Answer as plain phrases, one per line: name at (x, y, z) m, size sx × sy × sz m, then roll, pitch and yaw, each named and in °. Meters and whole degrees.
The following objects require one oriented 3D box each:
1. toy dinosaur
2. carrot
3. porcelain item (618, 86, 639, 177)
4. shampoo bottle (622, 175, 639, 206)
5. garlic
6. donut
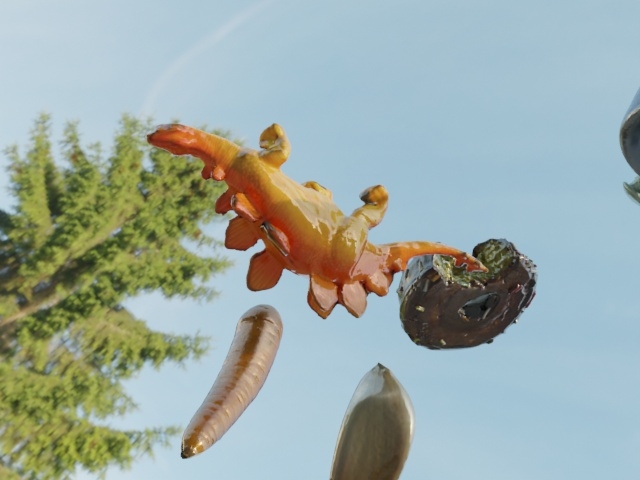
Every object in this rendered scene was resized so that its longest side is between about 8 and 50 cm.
toy dinosaur at (0.000, 0.000, 0.566) m, size 0.288 × 0.117 × 0.070 m, roll 28°, pitch -34°, yaw -19°
carrot at (-0.095, 0.161, 0.871) m, size 0.062 × 0.271 × 0.066 m, roll 33°, pitch -54°, yaw -7°
porcelain item at (0.389, -0.124, 0.774) m, size 0.147 × 0.114 × 0.147 m, roll 27°, pitch -27°, yaw 15°
shampoo bottle at (0.536, -0.119, 1.114) m, size 0.204 × 0.065 × 0.065 m, roll -30°, pitch -80°, yaw 8°
garlic at (0.101, 0.392, 1.453) m, size 0.143 × 0.318 × 0.112 m, roll 9°, pitch -35°, yaw 19°
donut at (0.231, 0.082, 1.249) m, size 0.230 × 0.096 × 0.216 m, roll -18°, pitch -44°, yaw -3°
